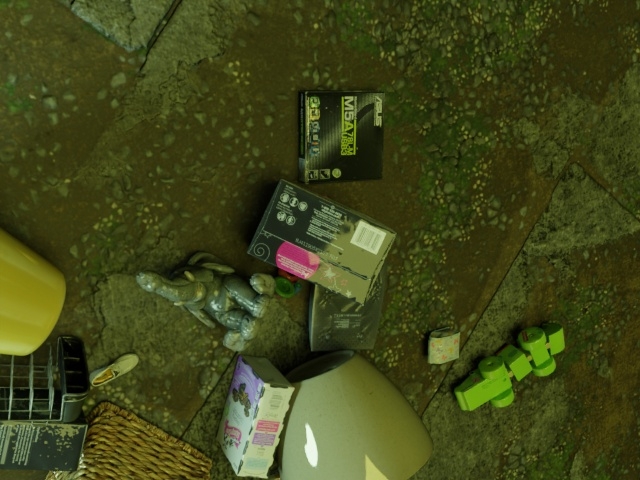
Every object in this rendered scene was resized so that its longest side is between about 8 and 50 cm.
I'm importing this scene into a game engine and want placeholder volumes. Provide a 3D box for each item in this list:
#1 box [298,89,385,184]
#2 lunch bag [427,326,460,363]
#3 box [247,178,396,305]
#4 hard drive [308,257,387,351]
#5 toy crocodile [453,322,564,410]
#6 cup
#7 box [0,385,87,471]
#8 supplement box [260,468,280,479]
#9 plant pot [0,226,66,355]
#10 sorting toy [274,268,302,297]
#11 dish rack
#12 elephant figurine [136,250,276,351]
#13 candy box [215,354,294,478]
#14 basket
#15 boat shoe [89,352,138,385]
[{"bbox_3d":[0.045,-0.216,1.457,0.184,0.045,0.191,-4,104,-22],"label":"box"},{"bbox_3d":[0.288,0.251,1.676,0.083,0.053,0.071,-13,109,-32],"label":"lunch bag"},{"bbox_3d":[0.000,0.000,1.390,0.247,0.142,0.163,25,90,-5],"label":"box"},{"bbox_3d":[0.055,0.113,1.532,0.172,0.054,0.255,2,100,-26],"label":"hard drive"},{"bbox_3d":[0.479,0.311,1.761,0.340,0.105,0.115,-32,114,-10],"label":"toy crocodile"},{"bbox_3d":[0.038,0.369,1.459,0.331,0.331,0.237,-23,95,-19],"label":"cup"},{"bbox_3d":[-0.515,0.335,1.256,0.158,0.156,0.093,12,95,-27],"label":"box"},{"bbox_3d":[-0.099,0.567,1.573,0.062,0.036,0.098,-10,106,-23],"label":"supplement box"},{"bbox_3d":[-0.563,0.077,1.138,0.239,0.254,0.254,33,86,-42],"label":"plant pot"},{"bbox_3d":[-0.074,0.094,1.453,0.061,0.102,0.042,34,126,-8],"label":"sorting toy"},{"bbox_3d":[-0.544,0.238,1.199,0.271,0.208,0.074,6,107,-25],"label":"dish rack"},{"bbox_3d":[-0.217,0.094,1.353,0.239,0.186,0.169,22,55,-3],"label":"elephant figurine"},{"bbox_3d":[-0.138,0.356,1.434,0.070,0.165,0.196,14,95,-26],"label":"candy box"},{"bbox_3d":[-0.391,0.509,1.391,0.213,0.223,0.299,-39,120,24],"label":"basket"},{"bbox_3d":[-0.399,0.253,1.360,0.100,0.035,0.035,-23,111,-19],"label":"boat shoe"}]
